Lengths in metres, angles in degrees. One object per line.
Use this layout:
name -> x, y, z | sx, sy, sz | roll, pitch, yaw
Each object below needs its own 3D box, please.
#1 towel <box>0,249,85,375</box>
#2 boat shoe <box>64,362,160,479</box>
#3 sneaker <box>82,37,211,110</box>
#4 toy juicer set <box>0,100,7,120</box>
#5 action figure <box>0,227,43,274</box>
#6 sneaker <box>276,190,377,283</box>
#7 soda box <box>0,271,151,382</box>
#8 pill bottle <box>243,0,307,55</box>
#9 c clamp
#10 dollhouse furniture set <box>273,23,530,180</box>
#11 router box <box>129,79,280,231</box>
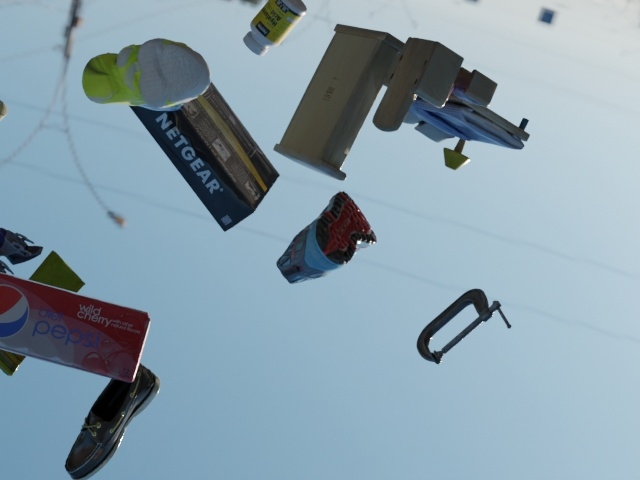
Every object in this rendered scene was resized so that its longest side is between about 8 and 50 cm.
towel -> -0.550, 0.138, 2.327 | 0.021, 0.237, 0.102 | 4, 139, 46
boat shoe -> -0.371, 0.309, 2.104 | 0.081, 0.228, 0.068 | 23, 161, 43
sneaker -> -0.207, -0.220, 1.647 | 0.240, 0.091, 0.126 | 9, -176, 41
toy juicer set -> -0.496, -0.132, 1.522 | 0.089, 0.209, 0.329 | 49, -168, -9
action figure -> -0.640, -0.031, 2.215 | 0.099, 0.185, 0.285 | 0, 145, 35
sneaker -> 0.000, 0.000, 1.957 | 0.104, 0.125, 0.262 | 58, -158, 0
soda box -> -0.346, 0.100, 1.509 | 0.263, 0.092, 0.083 | 16, 174, -7
pill bottle -> -0.082, -0.381, 2.140 | 0.065, 0.116, 0.065 | 35, -155, -19
c clamp -> 0.210, 0.133, 1.860 | 0.022, 0.161, 0.137 | 40, -159, -26
dollhouse furniture set -> 0.147, -0.129, 1.668 | 0.303, 0.198, 0.286 | 26, 180, -32
router box -> -0.219, -0.193, 2.365 | 0.309, 0.081, 0.243 | 54, -160, -10
